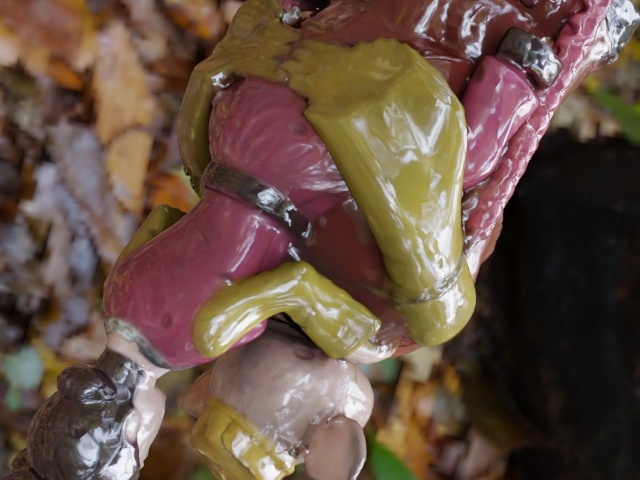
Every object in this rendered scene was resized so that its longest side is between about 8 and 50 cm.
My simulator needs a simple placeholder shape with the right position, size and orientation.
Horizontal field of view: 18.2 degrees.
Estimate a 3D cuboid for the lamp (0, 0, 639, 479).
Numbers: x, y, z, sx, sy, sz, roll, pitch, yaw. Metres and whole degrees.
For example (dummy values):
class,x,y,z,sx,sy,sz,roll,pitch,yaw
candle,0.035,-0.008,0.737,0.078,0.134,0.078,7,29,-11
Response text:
class,x,y,z,sx,sy,sz,roll,pitch,yaw
lamp,0.000,0.000,0.625,0.253,0.118,0.118,-61,144,-9
